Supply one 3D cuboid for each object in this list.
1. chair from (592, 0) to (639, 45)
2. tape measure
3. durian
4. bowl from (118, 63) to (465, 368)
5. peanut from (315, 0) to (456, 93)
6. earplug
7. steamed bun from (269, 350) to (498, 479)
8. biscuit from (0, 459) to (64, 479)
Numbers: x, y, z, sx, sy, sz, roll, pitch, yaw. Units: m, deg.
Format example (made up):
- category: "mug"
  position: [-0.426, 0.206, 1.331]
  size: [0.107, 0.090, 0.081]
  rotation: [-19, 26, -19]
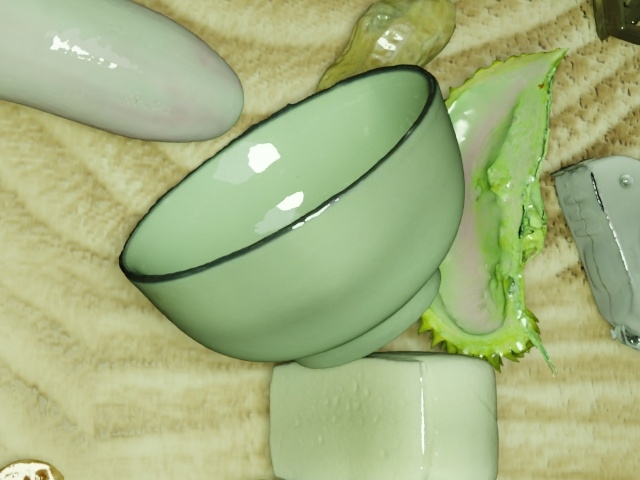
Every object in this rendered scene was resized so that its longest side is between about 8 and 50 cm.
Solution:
- category: "chair"
  position: [0.358, -0.352, 1.470]
  size: [0.160, 0.319, 0.186]
  rotation: [-47, 140, -17]
- category: "tape measure"
  position: [0.389, 0.002, 1.421]
  size: [0.197, 0.120, 0.236]
  rotation: [-19, 90, -21]
- category: "durian"
  position: [0.177, -0.029, 1.333]
  size: [0.157, 0.169, 0.356]
  rotation: [9, 77, -17]
- category: "bowl"
  position: [0.000, 0.000, 1.206]
  size: [0.354, 0.354, 0.185]
  rotation: [-39, 112, -19]
- category: "peanut"
  position: [0.069, -0.203, 1.377]
  size: [0.099, 0.099, 0.214]
  rotation: [37, 79, -7]
- category: "earplug"
  position: [-0.220, -0.179, 1.257]
  size: [0.301, 0.172, 0.172]
  rotation: [20, 75, -19]
- category: "steamed bun"
  position: [0.076, 0.184, 1.239]
  size: [0.164, 0.241, 0.146]
  rotation: [11, 77, -44]
- category: "biscuit"
  position: [-0.339, 0.333, 1.182]
  size: [0.183, 0.043, 0.280]
  rotation: [33, 77, -5]
